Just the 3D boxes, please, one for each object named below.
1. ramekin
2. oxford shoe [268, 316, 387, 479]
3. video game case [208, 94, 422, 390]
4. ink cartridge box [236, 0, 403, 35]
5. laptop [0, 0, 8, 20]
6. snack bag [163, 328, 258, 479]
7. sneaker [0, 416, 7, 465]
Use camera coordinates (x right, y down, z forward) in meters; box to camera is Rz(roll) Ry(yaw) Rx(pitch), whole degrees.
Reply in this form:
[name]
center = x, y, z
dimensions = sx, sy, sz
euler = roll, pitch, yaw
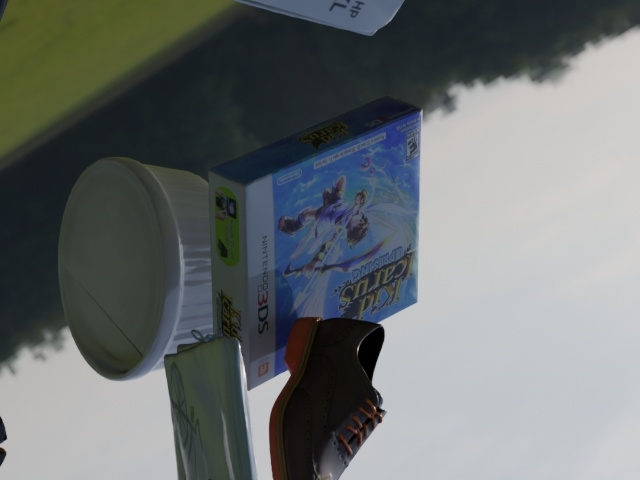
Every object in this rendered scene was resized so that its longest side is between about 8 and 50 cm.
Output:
[ramekin]
center = -0.204, 0.033, 2.118
dimensions = 0.127, 0.273, 0.273
euler = -2, 168, -36
[oxford shoe]
center = 0.011, 0.178, 1.723
dimensions = 0.098, 0.097, 0.271
euler = -6, -133, 15
[video game case]
center = 0.000, 0.000, 1.858
dimensions = 0.269, 0.244, 0.061
euler = -25, -142, -39
[ink cartridge box]
center = -0.015, -0.390, 1.292
dimensions = 0.166, 0.395, 0.285
euler = 10, 129, -33
[laptop]
center = -0.357, -0.414, 1.677
dimensions = 0.408, 0.382, 0.236
euler = -66, 162, 13
[snack bag]
center = -0.093, 0.246, 1.674
dimensions = 0.037, 0.323, 0.342
euler = -5, 173, -15
[sneaker]
center = -0.297, 0.073, 1.183
dimensions = 0.087, 0.221, 0.083
euler = -5, -160, 47
